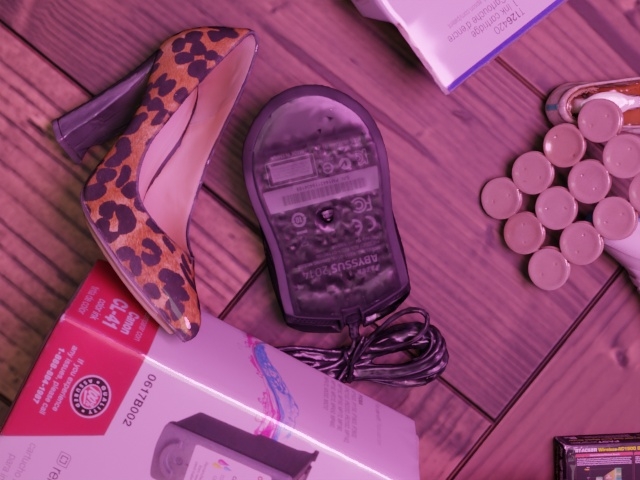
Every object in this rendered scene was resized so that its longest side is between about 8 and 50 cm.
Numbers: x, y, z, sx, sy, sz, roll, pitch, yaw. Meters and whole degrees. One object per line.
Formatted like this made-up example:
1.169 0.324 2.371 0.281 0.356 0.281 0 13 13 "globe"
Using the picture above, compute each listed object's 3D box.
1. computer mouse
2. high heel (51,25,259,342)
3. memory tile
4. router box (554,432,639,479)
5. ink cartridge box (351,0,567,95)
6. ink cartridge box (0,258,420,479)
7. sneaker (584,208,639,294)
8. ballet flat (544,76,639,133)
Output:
0.000 0.000 1.017 0.189 0.072 0.272 -9 105 -3 "computer mouse"
-0.094 -0.058 0.937 0.186 0.093 0.261 -31 56 2 "high heel"
0.214 -0.039 1.011 0.148 0.012 0.113 -40 75 28 "memory tile"
0.271 0.220 1.064 0.122 0.038 0.092 -1 94 -5 "router box"
0.117 -0.327 0.978 0.304 0.072 0.307 -38 105 -12 "ink cartridge box"
-0.102 0.190 0.962 0.306 0.131 0.226 28 107 -5 "ink cartridge box"
0.319 0.052 1.036 0.229 0.087 0.092 34 98 -2 "sneaker"
0.280 -0.116 1.037 0.168 0.052 0.057 -7 94 -5 "ballet flat"
